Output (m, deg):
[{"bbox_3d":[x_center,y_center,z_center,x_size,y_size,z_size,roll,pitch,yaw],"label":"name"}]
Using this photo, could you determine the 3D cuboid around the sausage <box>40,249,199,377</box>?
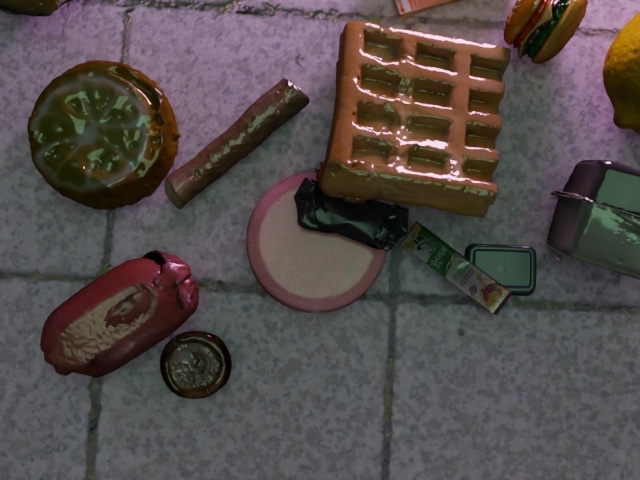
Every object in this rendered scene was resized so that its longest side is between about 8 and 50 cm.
[{"bbox_3d":[-0.332,0.124,1.837,0.280,0.152,0.152,-33,85,-5],"label":"sausage"}]

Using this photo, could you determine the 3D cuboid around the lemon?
[{"bbox_3d":[0.597,-0.285,1.875,0.228,0.228,0.253,36,68,3],"label":"lemon"}]

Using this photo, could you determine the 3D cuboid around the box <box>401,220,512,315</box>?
[{"bbox_3d":[0.233,0.048,1.896,0.207,0.041,0.050,38,94,16],"label":"box"}]

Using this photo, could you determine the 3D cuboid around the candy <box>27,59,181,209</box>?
[{"bbox_3d":[-0.371,-0.181,1.891,0.260,0.118,0.259,0,82,0],"label":"candy"}]

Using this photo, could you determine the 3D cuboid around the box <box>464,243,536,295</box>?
[{"bbox_3d":[0.314,0.050,1.926,0.126,0.031,0.091,3,83,0],"label":"box"}]

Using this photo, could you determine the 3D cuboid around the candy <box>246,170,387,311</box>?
[{"bbox_3d":[0.000,0.000,1.891,0.256,0.094,0.255,0,83,-1],"label":"candy"}]

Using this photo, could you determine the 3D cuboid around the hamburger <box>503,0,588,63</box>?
[{"bbox_3d":[0.389,-0.386,1.918,0.115,0.162,0.162,32,83,1],"label":"hamburger"}]

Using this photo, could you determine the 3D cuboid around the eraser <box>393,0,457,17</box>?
[{"bbox_3d":[0.227,-0.507,1.987,0.230,0.038,0.157,-17,84,-3],"label":"eraser"}]

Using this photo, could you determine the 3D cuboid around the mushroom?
[{"bbox_3d":[-0.212,0.211,1.880,0.123,0.052,0.123,-1,85,6],"label":"mushroom"}]

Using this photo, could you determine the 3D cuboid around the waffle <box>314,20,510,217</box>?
[{"bbox_3d":[0.159,-0.211,1.870,0.304,0.077,0.348,11,61,-5],"label":"waffle"}]

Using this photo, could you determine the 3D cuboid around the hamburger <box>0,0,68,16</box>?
[{"bbox_3d":[-0.524,-0.477,1.894,0.288,0.167,0.192,13,81,-1],"label":"hamburger"}]

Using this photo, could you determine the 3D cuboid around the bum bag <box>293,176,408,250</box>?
[{"bbox_3d":[0.050,-0.043,1.824,0.198,0.049,0.087,17,78,2],"label":"bum bag"}]

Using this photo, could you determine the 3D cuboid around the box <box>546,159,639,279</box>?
[{"bbox_3d":[0.495,-0.033,1.816,0.221,0.290,0.166,18,95,1],"label":"box"}]

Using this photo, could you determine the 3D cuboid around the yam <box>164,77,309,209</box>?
[{"bbox_3d":[-0.149,-0.168,1.922,0.300,0.066,0.066,-42,86,-7],"label":"yam"}]
